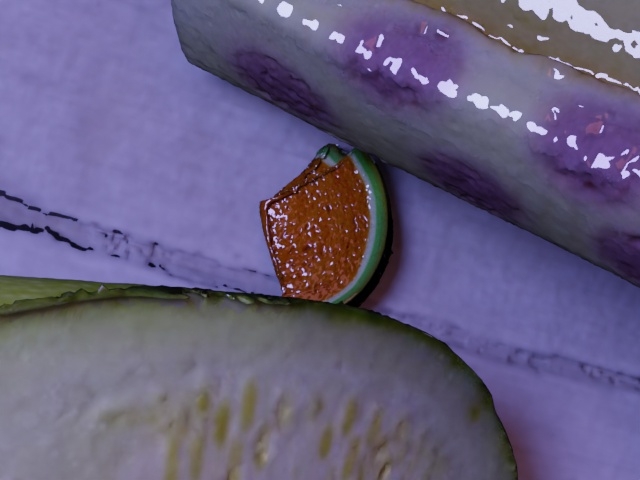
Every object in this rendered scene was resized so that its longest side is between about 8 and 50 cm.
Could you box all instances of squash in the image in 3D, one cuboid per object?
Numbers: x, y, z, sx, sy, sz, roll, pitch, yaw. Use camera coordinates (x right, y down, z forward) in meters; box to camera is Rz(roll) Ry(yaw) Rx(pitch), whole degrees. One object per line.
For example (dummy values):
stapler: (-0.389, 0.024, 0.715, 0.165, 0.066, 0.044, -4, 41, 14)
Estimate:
squash: (-0.043, 0.138, 0.625, 0.309, 0.210, 0.233, 6, 89, -9)

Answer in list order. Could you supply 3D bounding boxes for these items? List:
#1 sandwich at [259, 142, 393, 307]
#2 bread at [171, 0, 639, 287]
sandwich: (0.003, -0.003, 0.762, 0.069, 0.026, 0.101, -5, 77, -12)
bread: (0.108, -0.099, 0.692, 0.338, 0.155, 0.187, 27, 79, 18)
